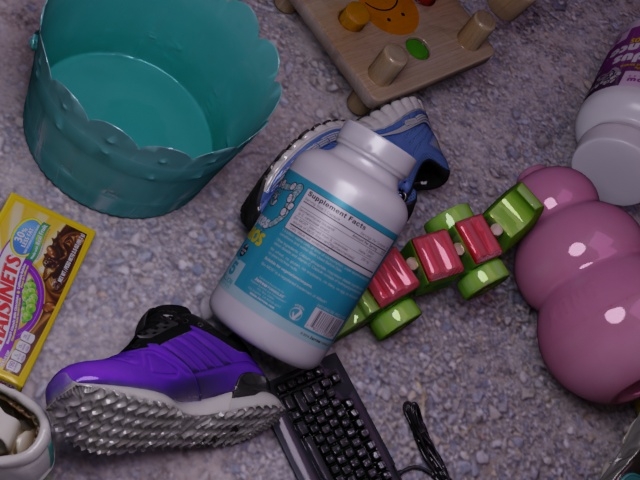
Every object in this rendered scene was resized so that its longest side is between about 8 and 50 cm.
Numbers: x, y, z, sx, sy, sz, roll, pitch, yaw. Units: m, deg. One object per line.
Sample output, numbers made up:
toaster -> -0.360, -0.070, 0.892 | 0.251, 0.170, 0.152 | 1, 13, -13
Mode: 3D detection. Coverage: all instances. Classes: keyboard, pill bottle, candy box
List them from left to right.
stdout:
candy box -> -0.326, 0.052, 1.173 | 0.105, 0.027, 0.205 | 25, 55, -10
pill bottle -> 0.000, 0.000, 1.226 | 0.146, 0.146, 0.264 | 32, 91, -10
keyboard -> 0.076, 0.274, 1.265 | 0.202, 0.033, 0.317 | -19, 75, -35
pill bottle -> 0.481, -0.194, 1.650 | 0.169, 0.169, 0.301 | 37, 52, -5

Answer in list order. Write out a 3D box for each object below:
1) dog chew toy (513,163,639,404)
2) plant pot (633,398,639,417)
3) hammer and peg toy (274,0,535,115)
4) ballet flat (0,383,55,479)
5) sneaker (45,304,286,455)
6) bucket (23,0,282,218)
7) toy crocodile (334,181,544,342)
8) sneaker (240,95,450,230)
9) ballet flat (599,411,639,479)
dog chew toy -> 0.349, 0.043, 1.438 | 0.207, 0.206, 0.331 | -8, 61, -31
plant pot -> 0.555, 0.276, 1.423 | 0.212, 0.212, 0.187 | 9, 72, -24
hammer and peg toy -> 0.124, -0.343, 1.568 | 0.361, 0.127, 0.266 | -28, 77, -36
ballet flat -> -0.427, 0.125, 1.014 | 0.400, 0.139, 0.139 | 24, 55, -14
sneaker -> -0.173, 0.134, 1.138 | 0.293, 0.102, 0.146 | 15, 44, -51
bucket -> -0.203, -0.172, 1.263 | 0.281, 0.183, 0.281 | 13, 59, -22
toy crocodile -> 0.126, 0.031, 1.351 | 0.341, 0.105, 0.115 | -23, 76, -18
sneaker -> 0.046, -0.072, 1.376 | 0.330, 0.130, 0.147 | -26, 76, -36
ballet flat -> 0.396, 0.284, 1.390 | 0.072, 0.068, 0.213 | 35, 89, -25
